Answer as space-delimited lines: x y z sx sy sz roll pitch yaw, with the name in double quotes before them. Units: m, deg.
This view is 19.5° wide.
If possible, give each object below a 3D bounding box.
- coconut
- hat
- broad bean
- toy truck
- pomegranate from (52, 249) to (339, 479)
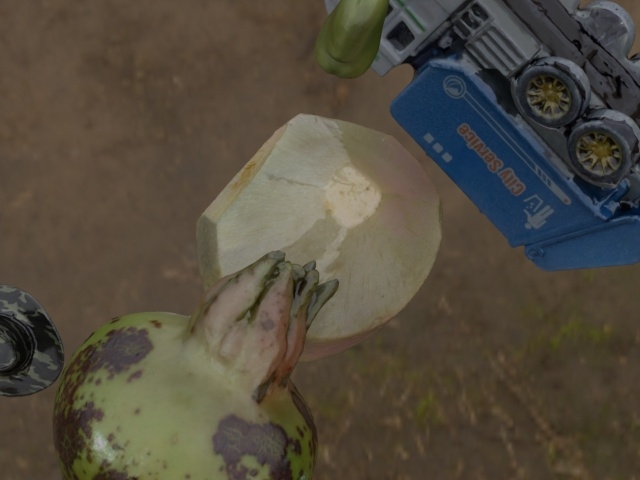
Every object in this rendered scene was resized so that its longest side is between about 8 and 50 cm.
"coconut" 0.000 0.000 1.687 0.197 0.237 0.237 46 64 -1
"hat" -0.304 0.101 1.775 0.121 0.121 0.050 2 9 11
"broad bean" 0.025 -0.154 1.332 0.045 0.083 0.063 27 45 3
"toy truck" 0.167 -0.138 1.577 0.367 0.175 0.146 48 41 -3
"pomegranate" -0.097 0.138 1.495 0.222 0.276 0.204 31 46 -5
